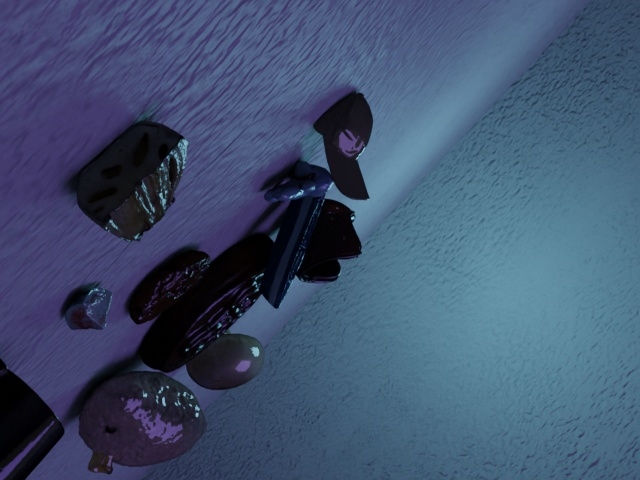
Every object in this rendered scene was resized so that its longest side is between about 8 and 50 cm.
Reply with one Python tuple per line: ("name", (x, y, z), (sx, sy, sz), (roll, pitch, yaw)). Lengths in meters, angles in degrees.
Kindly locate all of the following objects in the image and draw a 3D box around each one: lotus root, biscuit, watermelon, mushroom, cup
("lotus root", (-0.226, -0.064, 0.948), (0.143, 0.070, 0.144), (-49, 169, -22))
("biscuit", (-0.239, 0.155, 1.830), (0.407, 0.091, 0.407), (-45, 172, -8))
("watermelon", (-0.345, 0.109, 1.191), (0.085, 0.061, 0.085), (-44, -179, 1))
("biscuit", (-0.278, 0.089, 1.468), (0.192, 0.049, 0.192), (-40, 170, -9))
("mushroom", (-0.274, 0.332, 2.261), (0.226, 0.178, 0.226), (-15, 148, -9))
("cup", (-0.458, 0.268, 1.063), (0.177, 0.166, 0.239), (-45, 173, -31))

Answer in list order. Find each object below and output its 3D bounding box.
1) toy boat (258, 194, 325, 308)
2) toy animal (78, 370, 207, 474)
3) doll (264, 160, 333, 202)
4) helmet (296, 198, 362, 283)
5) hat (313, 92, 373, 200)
("toy boat", (-0.061, 0.001, 1.712), (0.096, 0.061, 0.299), (49, 61, -84))
("toy animal", (-0.397, 0.401, 1.767), (0.226, 0.188, 0.358), (-38, 139, 15))
("doll", (-0.045, -0.120, 1.589), (0.120, 0.075, 0.179), (1, -172, 37))
("helmet", (0.000, 0.000, 1.893), (0.216, 0.193, 0.189), (-52, 179, -30))
("hat", (0.078, -0.180, 1.544), (0.144, 0.173, 0.166), (-42, 174, 18))
